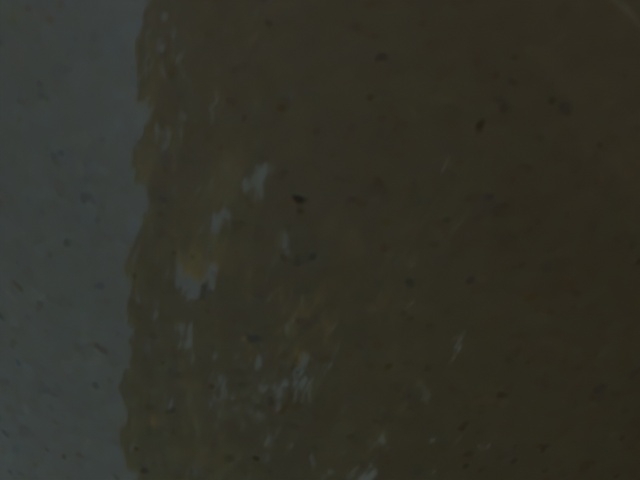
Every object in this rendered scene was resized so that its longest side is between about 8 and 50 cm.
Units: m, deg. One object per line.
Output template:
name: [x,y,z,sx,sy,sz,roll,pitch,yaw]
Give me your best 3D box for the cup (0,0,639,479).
cup: [0.000,0.000,0.513,0.331,0.237,0.331,16,-169,-3]
